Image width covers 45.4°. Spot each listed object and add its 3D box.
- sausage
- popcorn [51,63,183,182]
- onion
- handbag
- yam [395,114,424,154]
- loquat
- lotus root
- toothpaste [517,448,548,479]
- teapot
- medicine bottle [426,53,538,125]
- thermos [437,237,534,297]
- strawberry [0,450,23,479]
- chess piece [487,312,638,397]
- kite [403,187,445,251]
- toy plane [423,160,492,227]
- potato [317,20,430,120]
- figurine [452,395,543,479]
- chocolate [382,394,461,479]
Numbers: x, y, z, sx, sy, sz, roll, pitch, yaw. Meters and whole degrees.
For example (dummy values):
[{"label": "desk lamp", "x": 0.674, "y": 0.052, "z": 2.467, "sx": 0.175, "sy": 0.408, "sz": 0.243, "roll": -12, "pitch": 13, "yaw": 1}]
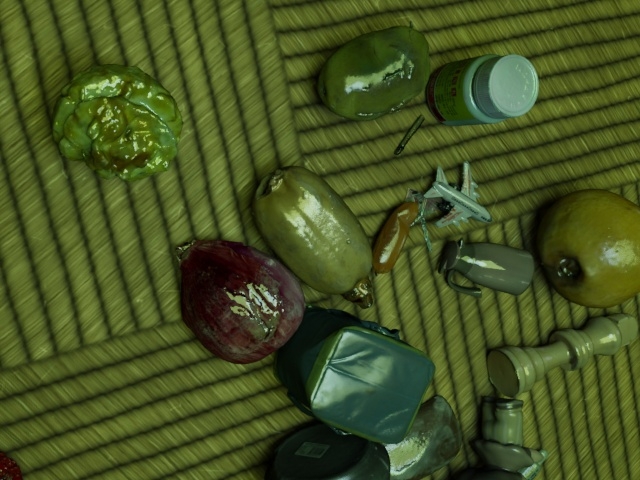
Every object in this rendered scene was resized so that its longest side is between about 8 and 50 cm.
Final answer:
[{"label": "sausage", "x": 0.153, "y": -0.007, "z": 1.623, "sx": 0.062, "sy": 0.054, "sz": 0.183, "roll": 30, "pitch": 82, "yaw": -43}, {"label": "popcorn", "x": -0.352, "y": -0.205, "z": 1.338, "sx": 0.221, "sy": 0.184, "sz": 0.204, "roll": 6, "pitch": 106, "yaw": -35}, {"label": "onion", "x": -0.174, "y": 0.112, "z": 1.455, "sx": 0.283, "sy": 0.120, "sz": 0.227, "roll": 42, "pitch": 96, "yaw": -9}, {"label": "handbag", "x": 0.057, "y": 0.257, "z": 1.512, "sx": 0.263, "sy": 0.241, "sz": 0.222, "roll": 20, "pitch": 88, "yaw": -20}, {"label": "yam", "x": 0.192, "y": -0.226, "z": 1.638, "sx": 0.014, "sy": 0.014, "sz": 0.107, "roll": 39, "pitch": 80, "yaw": -20}, {"label": "loquat", "x": 0.629, "y": 0.015, "z": 1.705, "sx": 0.275, "sy": 0.275, "sz": 0.275, "roll": -2, "pitch": 96, "yaw": -22}, {"label": "lotus root", "x": 0.000, "y": 0.000, "z": 1.514, "sx": 0.169, "sy": 0.151, "sz": 0.342, "roll": -43, "pitch": 113, "yaw": -6}, {"label": "toothpaste", "x": 0.449, "y": 0.592, "z": 1.809, "sx": 0.255, "sy": 0.037, "sz": 0.067, "roll": -46, "pitch": 115, "yaw": -9}, {"label": "teapot", "x": 0.016, "y": 0.571, "z": 1.541, "sx": 0.300, "sy": 0.253, "sz": 0.344, "roll": -9, "pitch": 106, "yaw": 13}, {"label": "medicine bottle", "x": 0.329, "y": -0.308, "z": 1.572, "sx": 0.139, "sy": 0.225, "sz": 0.139, "roll": -3, "pitch": 97, "yaw": -23}, {"label": "thermos", "x": 0.356, "y": 0.065, "z": 1.694, "sx": 0.193, "sy": 0.105, "sz": 0.137, "roll": 13, "pitch": 121, "yaw": -19}, {"label": "strawberry", "x": -0.598, "y": 0.438, "z": 1.351, "sx": 0.145, "sy": 0.086, "sz": 0.145, "roll": -3, "pitch": 98, "yaw": -21}, {"label": "chess piece", "x": 0.585, "y": 0.253, "z": 1.790, "sx": 0.397, "sy": 0.117, "sz": 0.117, "roll": -15, "pitch": 101, "yaw": -21}, {"label": "kite", "x": 0.225, "y": -0.049, "z": 1.675, "sx": 0.137, "sy": 0.005, "sz": 0.152, "roll": -31, "pitch": 106, "yaw": -16}, {"label": "toy plane", "x": 0.305, "y": -0.085, "z": 1.668, "sx": 0.171, "sy": 0.065, "sz": 0.162, "roll": 34, "pitch": 75, "yaw": -25}, {"label": "potato", "x": 0.112, "y": -0.330, "z": 1.527, "sx": 0.248, "sy": 0.143, "sz": 0.169, "roll": -24, "pitch": 93, "yaw": -17}, {"label": "figurine", "x": 0.385, "y": 0.535, "z": 1.684, "sx": 0.203, "sy": 0.248, "sz": 0.380, "roll": 21, "pitch": 73, "yaw": -35}, {"label": "chocolate", "x": 0.207, "y": 0.460, "z": 1.676, "sx": 0.254, "sy": 0.080, "sz": 0.157, "roll": -23, "pitch": 103, "yaw": -18}]
